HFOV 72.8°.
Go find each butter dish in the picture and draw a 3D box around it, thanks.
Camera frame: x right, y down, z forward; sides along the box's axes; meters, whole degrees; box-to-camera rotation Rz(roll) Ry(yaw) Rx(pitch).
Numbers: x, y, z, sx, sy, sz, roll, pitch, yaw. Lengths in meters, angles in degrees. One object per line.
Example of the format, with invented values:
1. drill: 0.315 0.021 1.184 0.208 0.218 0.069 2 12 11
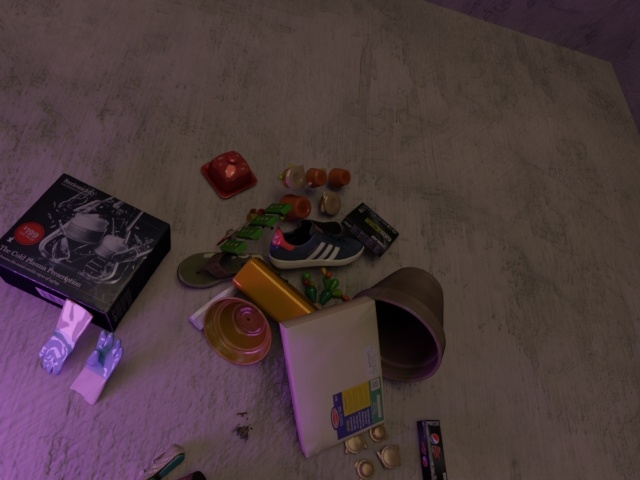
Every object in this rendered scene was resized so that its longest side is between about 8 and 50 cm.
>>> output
1. butter dish: -0.319 -0.258 1.541 0.160 0.118 0.159 -32 77 -29

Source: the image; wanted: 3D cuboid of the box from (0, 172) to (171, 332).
1. box: -0.663 0.034 1.240 0.344 0.179 0.312 26 57 -4

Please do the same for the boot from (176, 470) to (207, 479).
1. boot: -0.302 0.736 1.056 0.115 0.112 0.305 -25 75 4

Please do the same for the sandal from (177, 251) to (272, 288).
1. sandal: -0.302 0.076 1.389 0.303 0.086 0.120 -6 66 -21

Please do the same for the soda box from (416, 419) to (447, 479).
1. soda box: 0.338 0.638 1.320 0.053 0.060 0.168 6 62 -14

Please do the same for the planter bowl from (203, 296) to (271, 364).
1. planter bowl: -0.230 0.252 1.292 0.217 0.217 0.090 37 22 3

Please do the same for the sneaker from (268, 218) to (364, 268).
1. sneaker: 0.000 0.000 1.465 0.350 0.148 0.131 -7 30 -27

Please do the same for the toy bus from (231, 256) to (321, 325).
1. toy bus: -0.106 0.195 1.330 0.333 0.130 0.108 41 89 4

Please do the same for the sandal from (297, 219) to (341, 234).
1. sandal: -0.005 -0.039 1.581 0.179 0.040 0.067 0 68 -34

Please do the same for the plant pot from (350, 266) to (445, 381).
1. plant pot: 0.261 0.235 1.392 0.323 0.323 0.280 39 42 4

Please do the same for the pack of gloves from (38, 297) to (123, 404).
1. pack of gloves: -0.620 0.294 1.103 0.195 0.232 0.046 34 16 0

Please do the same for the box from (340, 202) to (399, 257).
1. box: 0.185 -0.043 1.597 0.191 0.045 0.184 42 31 6

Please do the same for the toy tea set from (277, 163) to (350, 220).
1. toy tea set: -0.033 -0.180 1.603 0.336 0.124 0.199 -10 101 -42

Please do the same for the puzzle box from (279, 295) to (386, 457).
1. puzzle box: 0.044 0.382 1.222 0.272 0.052 0.408 -14 107 -23

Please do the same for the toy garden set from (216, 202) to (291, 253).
1. toy garden set: -0.228 -0.033 1.430 0.244 0.204 0.049 -44 118 -28

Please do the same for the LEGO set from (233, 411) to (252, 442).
1. LEGO set: -0.218 0.527 1.222 0.054 0.023 0.083 17 46 -12

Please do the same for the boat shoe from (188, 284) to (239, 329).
1. boat shoe: -0.313 0.203 1.336 0.184 0.066 0.063 -39 94 -33

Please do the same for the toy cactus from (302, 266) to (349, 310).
1. toy cactus: 0.014 0.199 1.431 0.219 0.112 0.180 41 68 -5

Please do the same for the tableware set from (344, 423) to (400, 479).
1. tableware set: 0.154 0.623 1.292 0.169 0.020 0.141 -11 65 -22

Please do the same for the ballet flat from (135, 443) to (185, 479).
1. ballet flat: -0.426 0.592 1.107 0.052 0.057 0.168 32 50 33
